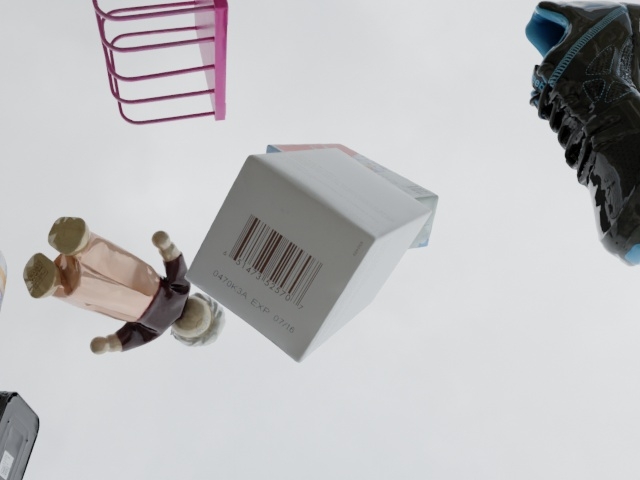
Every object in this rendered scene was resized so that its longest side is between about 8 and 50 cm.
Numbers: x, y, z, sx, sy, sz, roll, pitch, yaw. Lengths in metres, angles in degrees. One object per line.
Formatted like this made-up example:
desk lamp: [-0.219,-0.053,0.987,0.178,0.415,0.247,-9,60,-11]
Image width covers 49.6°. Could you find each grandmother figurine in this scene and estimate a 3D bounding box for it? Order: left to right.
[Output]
grandmother figurine: [-0.271,0.089,1.043,0.208,0.342,0.104,-49,-129,6]

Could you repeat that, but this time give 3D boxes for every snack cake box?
snack cake box: [0.038,-0.074,1.096,0.152,0.089,0.264,-8,-151,-34]

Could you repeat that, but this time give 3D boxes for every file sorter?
file sorter: [-0.252,-0.336,1.074,0.182,0.290,0.202,-10,-110,-13]

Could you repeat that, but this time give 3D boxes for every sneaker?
sneaker: [0.283,-0.123,0.721,0.140,0.125,0.341,10,-126,-2]

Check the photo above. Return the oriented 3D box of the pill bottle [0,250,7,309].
pill bottle: [-0.294,0.119,0.418,0.152,0.152,0.272,-2,-122,-3]

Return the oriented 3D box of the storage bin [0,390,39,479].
storage bin: [-0.486,0.315,0.991,0.084,0.122,0.180,2,-128,4]

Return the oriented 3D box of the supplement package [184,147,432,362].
supplement package: [0.000,0.000,0.531,0.105,0.179,0.105,34,-71,13]
